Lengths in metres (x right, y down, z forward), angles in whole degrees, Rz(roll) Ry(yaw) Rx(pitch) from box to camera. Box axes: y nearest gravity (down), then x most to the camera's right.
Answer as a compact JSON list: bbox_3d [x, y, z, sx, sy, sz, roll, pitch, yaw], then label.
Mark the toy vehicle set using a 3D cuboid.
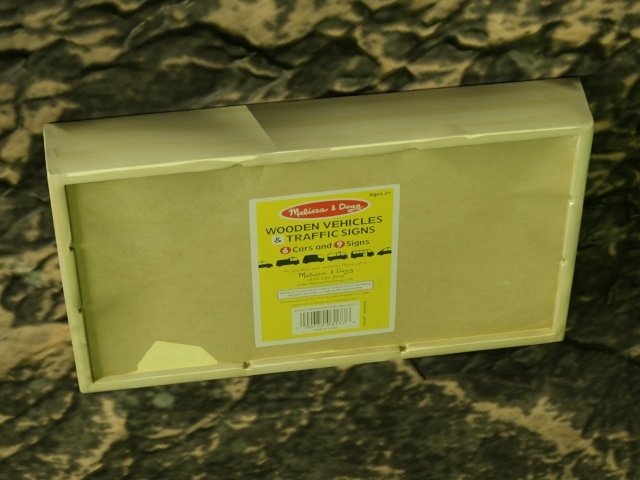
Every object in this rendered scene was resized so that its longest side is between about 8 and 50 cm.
[{"bbox_3d":[0.000,0.000,0.980,0.267,0.035,0.166,-5,137,-6],"label":"toy vehicle set"}]
